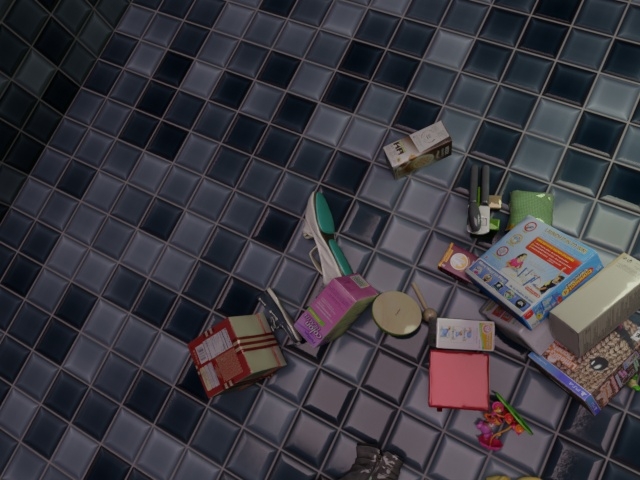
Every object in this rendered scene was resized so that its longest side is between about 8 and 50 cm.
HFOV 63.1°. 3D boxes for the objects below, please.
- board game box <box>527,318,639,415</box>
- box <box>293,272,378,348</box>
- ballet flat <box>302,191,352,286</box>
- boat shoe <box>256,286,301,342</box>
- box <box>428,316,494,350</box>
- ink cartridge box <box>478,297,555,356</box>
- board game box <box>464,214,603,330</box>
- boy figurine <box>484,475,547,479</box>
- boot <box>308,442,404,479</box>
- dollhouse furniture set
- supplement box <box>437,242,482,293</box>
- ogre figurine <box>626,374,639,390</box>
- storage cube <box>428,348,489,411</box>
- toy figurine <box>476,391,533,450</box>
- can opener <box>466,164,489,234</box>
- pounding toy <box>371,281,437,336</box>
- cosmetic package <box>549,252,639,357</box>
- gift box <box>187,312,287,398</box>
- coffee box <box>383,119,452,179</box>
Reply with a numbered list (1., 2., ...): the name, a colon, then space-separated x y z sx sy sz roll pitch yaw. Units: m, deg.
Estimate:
1. board game box: 0.880 0.368 1.693 0.291 0.141 0.232 -46 39 -1
2. box: 0.060 0.248 1.881 0.117 0.214 0.243 45 111 19
3. ballet flat: 0.000 0.000 2.051 0.139 0.139 0.399 -21 73 6
4. boat shoe: -0.163 0.298 2.016 0.079 0.095 0.254 -36 70 0
5. box: 0.492 0.327 1.828 0.203 0.114 0.103 4 83 -3
6. ink cartridge box: 0.745 0.205 1.800 0.130 0.272 0.309 44 88 -15
7. board game box: 0.687 0.095 1.711 0.302 0.086 0.308 -41 33 2
8. boy figurine: 0.680 0.849 1.695 0.285 0.092 0.177 30 86 14
9. boot: 0.115 0.820 1.827 0.339 0.118 0.222 6 67 15
10. dollhouse furniture set: 0.706 -0.108 1.902 0.302 0.151 0.197 5 77 13
11. supplement box: 0.540 0.102 1.922 0.188 0.081 0.104 30 84 17
12. ogre figurine: 1.016 0.420 1.734 0.197 0.097 0.118 19 97 38
13. storage cube: 0.470 0.481 1.786 0.193 0.183 0.214 1 75 11
14. toy figurine: 0.593 0.628 1.757 0.159 0.130 0.173 -42 82 9
15. can opener: 0.558 -0.154 1.827 0.076 0.095 0.283 4 66 12
16. pounding toy: 0.292 0.282 1.933 0.237 0.110 0.182 -20 58 -24
17. cosmetic package: 0.865 0.199 1.600 0.310 0.160 0.113 -35 43 -7
18. gift box: -0.317 0.421 1.941 0.277 0.258 0.255 -30 73 24
19. coffee box: 0.382 -0.351 2.042 0.247 0.141 0.098 -25 72 6
